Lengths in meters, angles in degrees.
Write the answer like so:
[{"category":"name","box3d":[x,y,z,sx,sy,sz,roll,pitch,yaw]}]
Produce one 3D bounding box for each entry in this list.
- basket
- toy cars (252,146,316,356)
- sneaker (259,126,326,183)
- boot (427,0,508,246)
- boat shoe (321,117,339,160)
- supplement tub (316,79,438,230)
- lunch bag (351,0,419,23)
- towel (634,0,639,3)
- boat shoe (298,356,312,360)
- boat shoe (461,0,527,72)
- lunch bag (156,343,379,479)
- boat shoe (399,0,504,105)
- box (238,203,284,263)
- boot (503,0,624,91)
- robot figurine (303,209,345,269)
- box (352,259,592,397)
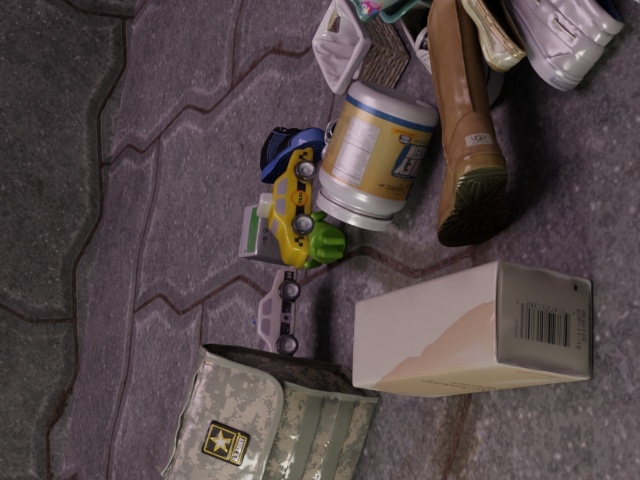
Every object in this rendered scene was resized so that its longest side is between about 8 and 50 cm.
[{"category":"basket","box3d":[0.067,-0.322,1.697,0.113,0.103,0.167,-60,33,31]},{"category":"toy cars","box3d":[-0.070,0.042,1.654,0.176,0.087,0.394,-103,19,-69]},{"category":"sneaker","box3d":[-0.057,-0.182,1.903,0.232,0.081,0.090,-29,61,58]},{"category":"boot","box3d":[0.190,-0.156,1.337,0.236,0.089,0.270,98,168,-61]},{"category":"boat shoe","box3d":[0.051,-0.183,1.694,0.227,0.081,0.079,-31,52,55]},{"category":"supplement tub","box3d":[0.083,-0.129,1.541,0.144,0.144,0.200,48,122,58]},{"category":"lunch bag","box3d":[0.126,-0.437,1.464,0.223,0.160,0.262,-37,2,17]},{"category":"towel","box3d":[0.357,-0.398,1.087,0.235,0.121,0.284,-48,34,13]},{"category":"boat shoe","box3d":[-0.038,0.286,1.702,0.063,0.066,0.184,-32,41,56]},{"category":"boat shoe","box3d":[0.217,-0.287,1.264,0.048,0.056,0.153,-34,62,46]},{"category":"lunch bag","box3d":[-0.087,0.296,1.535,0.169,0.287,0.235,32,107,62]},{"category":"boat shoe","box3d":[0.183,-0.284,1.473,0.096,0.088,0.267,-59,32,33]},{"category":"box","box3d":[-0.086,-0.011,1.865,0.087,0.102,0.101,-10,72,64]},{"category":"boot","box3d":[0.298,-0.316,1.281,0.123,0.095,0.258,-49,47,34]},{"category":"robot figurine","box3d":[0.000,0.000,1.731,0.115,0.067,0.101,-147,60,-62]},{"category":"box","box3d":[0.177,0.119,1.255,0.311,0.148,0.121,-24,58,60]}]
